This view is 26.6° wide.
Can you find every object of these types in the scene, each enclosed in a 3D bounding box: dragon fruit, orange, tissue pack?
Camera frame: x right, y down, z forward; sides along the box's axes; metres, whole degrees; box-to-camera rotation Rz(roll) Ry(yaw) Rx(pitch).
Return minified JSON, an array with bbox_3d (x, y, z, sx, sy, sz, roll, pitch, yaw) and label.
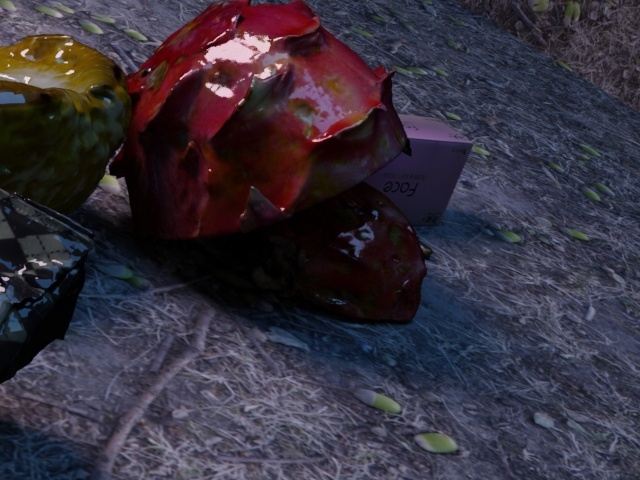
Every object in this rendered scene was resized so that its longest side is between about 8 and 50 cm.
[{"bbox_3d":[0.000,0.000,1.669,0.262,0.134,0.211,30,27,19],"label":"dragon fruit"},{"bbox_3d":[-0.090,-0.160,1.633,0.371,0.249,0.386,-20,18,2],"label":"dragon fruit"},{"bbox_3d":[-0.357,-0.109,1.478,0.271,0.210,0.369,6,14,24],"label":"orange"},{"bbox_3d":[0.091,-0.107,1.967,0.246,0.148,0.092,0,29,-42],"label":"tissue pack"}]

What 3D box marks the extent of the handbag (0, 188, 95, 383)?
[{"bbox_3d":[-0.394,0.085,1.059,0.317,0.180,0.416,27,34,5],"label":"handbag"}]

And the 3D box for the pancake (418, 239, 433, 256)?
[{"bbox_3d":[0.086,0.020,1.846,0.184,0.020,0.190,14,24,-20],"label":"pancake"}]
